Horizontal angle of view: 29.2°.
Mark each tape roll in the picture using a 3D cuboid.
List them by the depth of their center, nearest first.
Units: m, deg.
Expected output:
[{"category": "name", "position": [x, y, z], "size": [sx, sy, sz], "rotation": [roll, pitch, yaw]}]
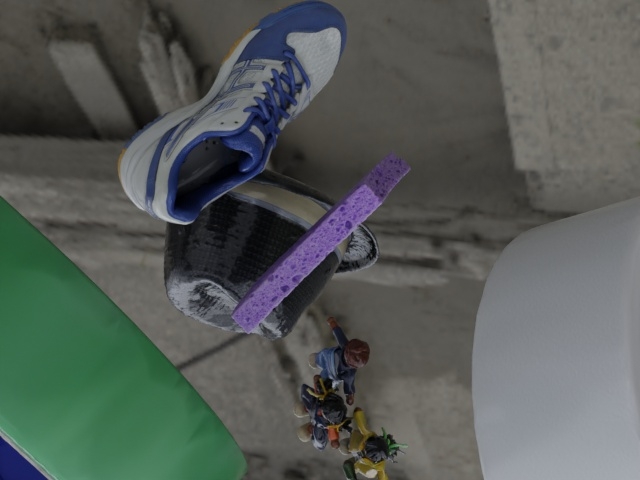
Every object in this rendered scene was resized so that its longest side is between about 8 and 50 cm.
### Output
[{"category": "tape roll", "position": [-0.184, 0.048, 0.675], "size": [0.321, 0.077, 0.321], "rotation": [39, 164, 14]}, {"category": "tape roll", "position": [0.210, 0.114, 0.744], "size": [0.100, 0.286, 0.286], "rotation": [-19, 137, 37]}]

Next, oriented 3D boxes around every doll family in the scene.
[{"category": "doll family", "position": [0.025, 0.169, 1.143], "size": [0.076, 0.193, 0.111], "rotation": [-22, 172, -18]}]

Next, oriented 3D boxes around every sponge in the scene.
[{"category": "sponge", "position": [0.000, 0.000, 1.248], "size": [0.031, 0.117, 0.210], "rotation": [45, 115, -3]}]

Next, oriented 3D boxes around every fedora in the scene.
[{"category": "fedora", "position": [-0.092, 0.027, 1.468], "size": [0.334, 0.152, 0.334], "rotation": [15, 163, 5]}]

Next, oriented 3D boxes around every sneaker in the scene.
[{"category": "sneaker", "position": [-0.068, -0.124, 1.271], "size": [0.112, 0.296, 0.131], "rotation": [48, 175, -36]}]

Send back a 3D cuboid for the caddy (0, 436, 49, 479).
[{"category": "caddy", "position": [-0.259, 0.292, 1.203], "size": [0.179, 0.341, 0.241], "rotation": [-50, 159, 26]}]
